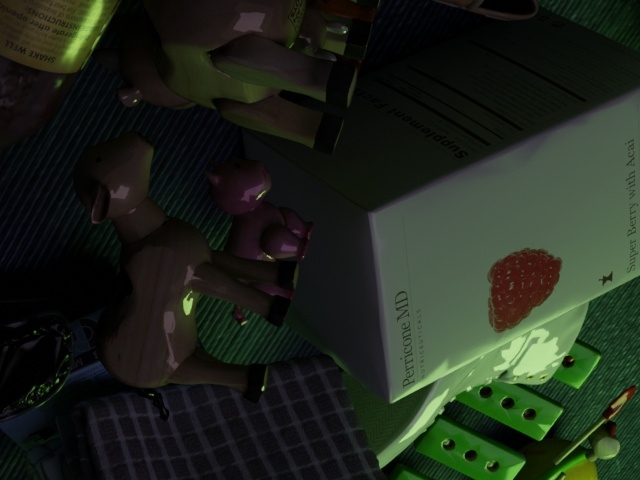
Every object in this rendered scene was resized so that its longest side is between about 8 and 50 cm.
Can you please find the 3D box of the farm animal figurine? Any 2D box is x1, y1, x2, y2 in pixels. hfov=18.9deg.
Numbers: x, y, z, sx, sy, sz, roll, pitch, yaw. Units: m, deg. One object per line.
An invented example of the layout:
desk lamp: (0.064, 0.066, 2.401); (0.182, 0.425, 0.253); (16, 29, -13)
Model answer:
farm animal figurine: (-0.069, -0.093, 1.211); (0.327, 0.172, 0.330); (107, -1, -58)

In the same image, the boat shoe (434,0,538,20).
boat shoe: (0.099, -0.201, 1.415); (0.190, 0.072, 0.068); (4, 125, -48)

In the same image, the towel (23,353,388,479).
towel: (-0.056, 0.223, 1.391); (0.235, 0.283, 0.121); (-13, 158, -25)

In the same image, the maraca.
maraca: (0.247, 0.269, 2.078); (0.127, 0.099, 0.186); (-36, 163, 4)

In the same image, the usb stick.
usb stick: (-0.239, 0.063, 1.384); (0.278, 0.045, 0.077); (-2, 133, -46)

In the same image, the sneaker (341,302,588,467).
sneaker: (0.131, 0.125, 1.768); (0.292, 0.108, 0.169); (-50, 136, 9)

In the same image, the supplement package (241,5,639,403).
supplement package: (0.112, -0.035, 1.489); (0.293, 0.175, 0.177); (-25, 127, -25)

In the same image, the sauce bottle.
sauce bottle: (-0.184, -0.142, 1.153); (0.111, 0.111, 0.344); (8, 121, -50)

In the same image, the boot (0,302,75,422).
boot: (-0.295, 0.054, 1.148); (0.246, 0.207, 0.094); (2, 94, -37)

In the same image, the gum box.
gum box: (-0.163, 0.106, 1.444); (0.157, 0.041, 0.184); (-25, 159, -2)

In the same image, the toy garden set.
toy garden set: (0.205, 0.197, 1.930); (0.204, 0.049, 0.244); (27, 109, -17)
